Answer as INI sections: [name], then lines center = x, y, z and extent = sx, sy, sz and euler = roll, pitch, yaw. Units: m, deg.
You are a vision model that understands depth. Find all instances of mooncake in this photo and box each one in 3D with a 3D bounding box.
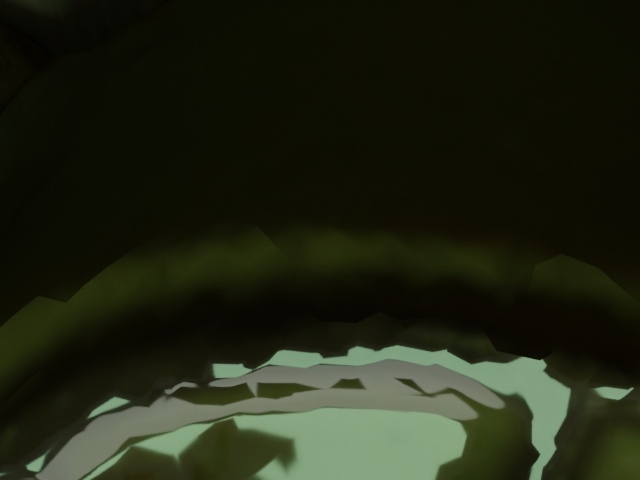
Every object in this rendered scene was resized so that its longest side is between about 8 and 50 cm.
[mooncake]
center = 0.029, 0.102, 0.722
extent = 0.393, 0.246, 0.394
euler = -14, 127, 12

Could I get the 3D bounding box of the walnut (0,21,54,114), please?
[walnut]
center = -0.140, -0.049, 0.773
extent = 0.096, 0.082, 0.079
euler = 37, 169, -30
